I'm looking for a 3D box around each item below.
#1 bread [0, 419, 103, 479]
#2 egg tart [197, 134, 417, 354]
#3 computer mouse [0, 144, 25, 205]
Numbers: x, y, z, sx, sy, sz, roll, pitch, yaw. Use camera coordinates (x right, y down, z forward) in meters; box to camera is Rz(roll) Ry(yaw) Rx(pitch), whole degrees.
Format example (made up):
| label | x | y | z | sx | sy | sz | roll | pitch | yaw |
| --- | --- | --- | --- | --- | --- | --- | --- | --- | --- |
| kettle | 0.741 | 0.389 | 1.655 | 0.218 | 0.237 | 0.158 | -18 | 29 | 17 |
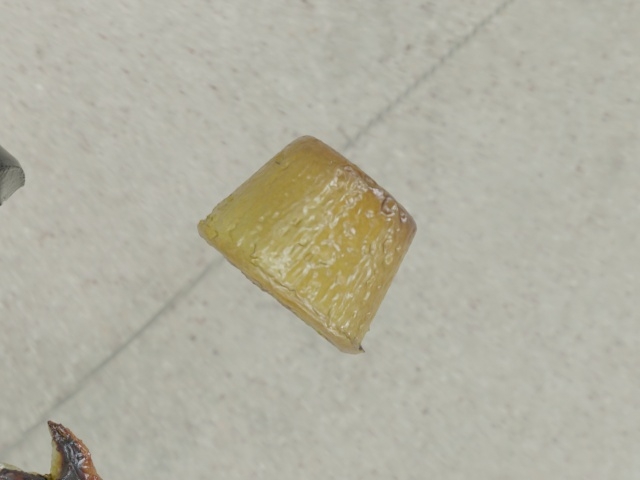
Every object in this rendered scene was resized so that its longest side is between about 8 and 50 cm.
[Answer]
| label | x | y | z | sx | sy | sz | roll | pitch | yaw |
| --- | --- | --- | --- | --- | --- | --- | --- | --- | --- |
| bread | -0.284 | 0.347 | 1.953 | 0.139 | 0.095 | 0.269 | -27 | 79 | -17 |
| egg tart | 0.000 | 0.000 | 1.607 | 0.202 | 0.202 | 0.147 | 42 | 87 | -27 |
| computer mouse | -0.335 | -0.078 | 1.631 | 0.099 | 0.172 | 0.057 | 26 | 91 | 1 |
